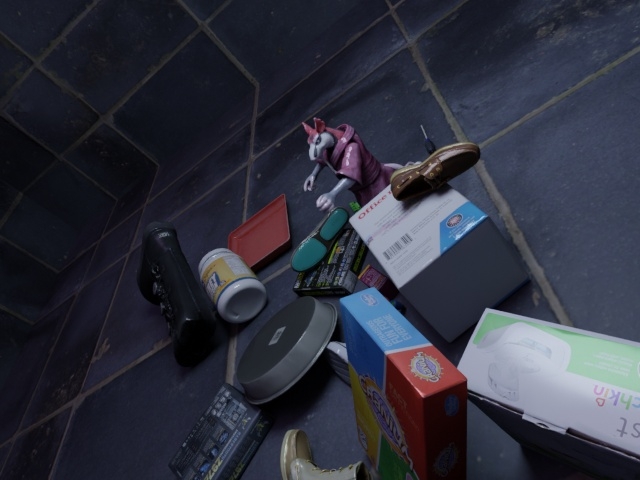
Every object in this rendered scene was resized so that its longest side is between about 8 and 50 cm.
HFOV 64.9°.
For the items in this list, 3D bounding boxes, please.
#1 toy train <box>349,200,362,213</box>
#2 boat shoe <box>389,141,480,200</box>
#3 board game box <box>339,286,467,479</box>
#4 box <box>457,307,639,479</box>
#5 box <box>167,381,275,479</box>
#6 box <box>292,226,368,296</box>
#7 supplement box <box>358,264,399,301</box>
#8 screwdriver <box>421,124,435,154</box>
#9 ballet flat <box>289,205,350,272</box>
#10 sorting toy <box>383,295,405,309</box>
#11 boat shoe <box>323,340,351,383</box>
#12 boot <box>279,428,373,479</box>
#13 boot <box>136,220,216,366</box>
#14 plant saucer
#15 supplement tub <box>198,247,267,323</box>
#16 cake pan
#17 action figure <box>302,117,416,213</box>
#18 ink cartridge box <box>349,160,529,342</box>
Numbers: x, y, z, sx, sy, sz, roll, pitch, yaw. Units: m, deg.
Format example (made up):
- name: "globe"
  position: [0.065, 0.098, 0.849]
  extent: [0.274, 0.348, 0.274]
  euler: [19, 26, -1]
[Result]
- name: "toy train"
  position: [0.104, -0.087, 1.414]
  extent: [0.023, 0.017, 0.083]
  euler: [-32, 34, 5]
- name: "boat shoe"
  position: [0.211, -0.120, 0.927]
  extent: [0.178, 0.064, 0.060]
  euler: [-23, 39, 27]
- name: "board game box"
  position: [0.122, 0.263, 0.756]
  extent: [0.064, 0.316, 0.242]
  euler: [-17, 28, -16]
- name: "box"
  position: [0.338, 0.214, 0.624]
  extent: [0.262, 0.231, 0.127]
  euler: [9, 61, 53]
- name: "box"
  position: [-0.229, 0.465, 1.157]
  extent: [0.183, 0.059, 0.233]
  euler: [10, 61, 53]
- name: "box"
  position: [0.031, 0.056, 1.318]
  extent: [0.184, 0.045, 0.191]
  euler: [-11, 47, 45]
- name: "supplement box"
  position: [0.133, 0.098, 1.145]
  extent: [0.043, 0.055, 0.083]
  euler: [-50, 32, -3]
- name: "screwdriver"
  position: [0.295, -0.290, 1.408]
  extent: [0.024, 0.025, 0.170]
  euler: [-32, 36, 21]
- name: "ballet flat"
  position: [0.000, 0.000, 1.326]
  extent: [0.213, 0.072, 0.068]
  euler: [-49, 5, -5]
- name: "sorting toy"
  position: [0.154, 0.157, 1.079]
  extent: [0.061, 0.042, 0.102]
  euler: [-55, 42, 15]
- name: "boat shoe"
  position: [0.091, 0.252, 1.025]
  extent: [0.076, 0.083, 0.226]
  euler: [-29, 24, -26]
- name: "boot"
  position: [0.011, 0.425, 0.912]
  extent: [0.165, 0.077, 0.213]
  euler: [-33, 40, 21]
- name: "boot"
  position: [-0.455, 0.210, 1.592]
  extent: [0.146, 0.367, 0.445]
  euler: [-16, 48, -27]
- name: "plant saucer"
  position: [-0.193, 0.000, 1.629]
  extent: [0.259, 0.048, 0.258]
  euler: [-36, 34, 18]
- name: "supplement tub"
  position: [-0.257, 0.125, 1.441]
  extent: [0.144, 0.144, 0.199]
  euler: [-46, 47, 0]
- name: "cake pan"
  position: [-0.086, 0.240, 1.166]
  extent: [0.293, 0.054, 0.293]
  euler: [-40, 16, 14]
- name: "action figure"
  position: [0.102, -0.157, 1.164]
  extent: [0.276, 0.370, 0.248]
  euler: [-39, 36, 5]
- name: "ink cartridge box"
  position: [0.223, 0.013, 1.000]
  extent: [0.198, 0.197, 0.270]
  euler: [-40, 33, 7]
